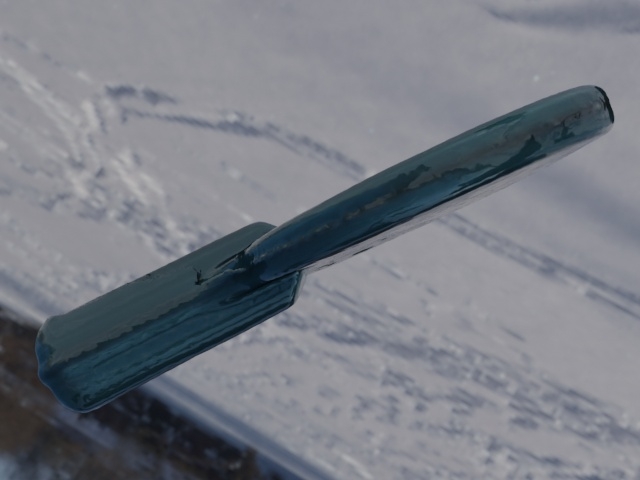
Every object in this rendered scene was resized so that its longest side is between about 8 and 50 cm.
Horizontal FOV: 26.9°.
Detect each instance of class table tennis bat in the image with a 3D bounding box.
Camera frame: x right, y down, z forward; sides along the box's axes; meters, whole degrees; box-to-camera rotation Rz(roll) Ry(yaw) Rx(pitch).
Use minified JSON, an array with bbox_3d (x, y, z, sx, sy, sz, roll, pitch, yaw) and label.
[{"bbox_3d":[0.000,0.000,0.428,0.033,0.201,0.124,64,-175,4],"label":"table tennis bat"}]
